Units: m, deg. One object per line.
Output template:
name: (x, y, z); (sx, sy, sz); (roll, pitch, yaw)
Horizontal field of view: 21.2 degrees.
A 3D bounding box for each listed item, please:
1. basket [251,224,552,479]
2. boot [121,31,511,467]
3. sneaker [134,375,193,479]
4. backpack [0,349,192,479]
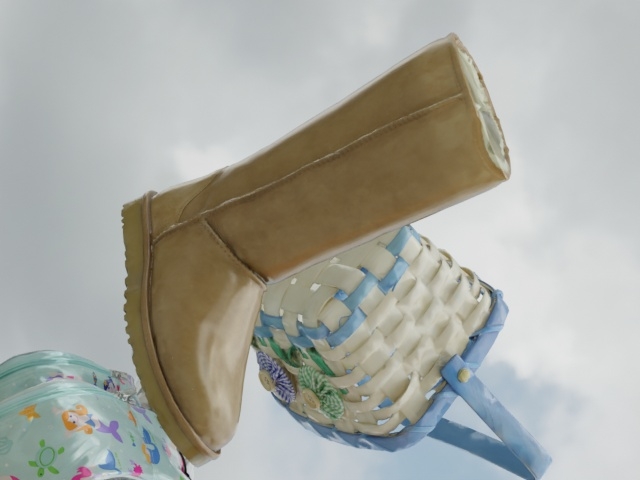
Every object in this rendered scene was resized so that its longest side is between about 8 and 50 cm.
basket: (0.062, 0.105, 1.585); (0.201, 0.289, 0.255); (-55, -150, -14)
boot: (0.000, 0.000, 1.140); (0.269, 0.089, 0.236); (-25, -128, 14)
sneaker: (-0.163, 0.195, 1.817); (0.281, 0.105, 0.115); (124, -14, -55)
backpack: (-0.241, 0.208, 1.455); (0.225, 0.253, 0.191); (-32, -109, 12)
